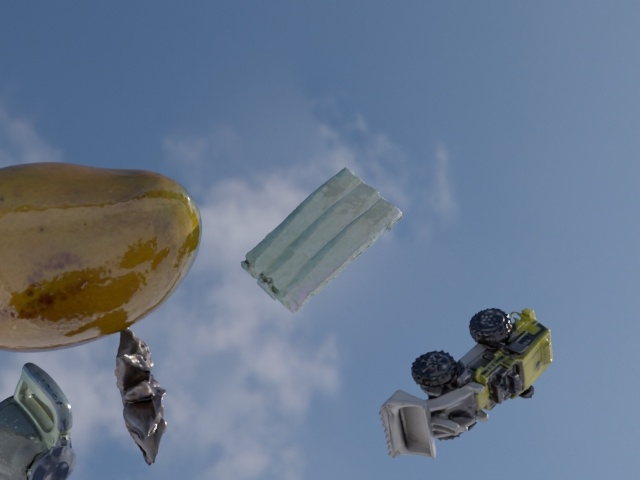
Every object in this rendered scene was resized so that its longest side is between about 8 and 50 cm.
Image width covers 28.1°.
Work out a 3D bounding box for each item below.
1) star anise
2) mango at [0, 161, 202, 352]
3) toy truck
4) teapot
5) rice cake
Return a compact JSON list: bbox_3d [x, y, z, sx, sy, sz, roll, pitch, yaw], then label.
[{"bbox_3d":[-0.246,0.210,1.766,0.065,0.195,0.182,-15,-2,-9],"label":"star anise"},{"bbox_3d":[-0.341,0.016,1.704,0.378,0.221,0.264,-13,-60,2],"label":"mango"},{"bbox_3d":[0.211,0.204,1.794,0.286,0.111,0.136,-35,-49,-27],"label":"toy truck"},{"bbox_3d":[-0.334,0.236,1.521,0.149,0.108,0.111,-57,-31,-2],"label":"teapot"},{"bbox_3d":[0.000,0.000,1.785,0.211,0.124,0.038,-46,-20,-8],"label":"rice cake"}]
